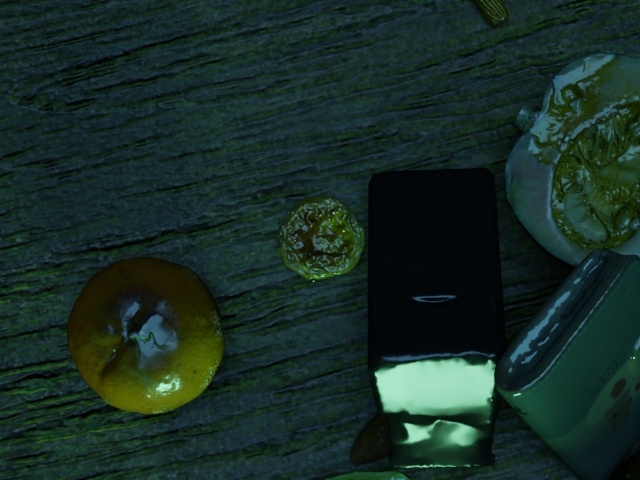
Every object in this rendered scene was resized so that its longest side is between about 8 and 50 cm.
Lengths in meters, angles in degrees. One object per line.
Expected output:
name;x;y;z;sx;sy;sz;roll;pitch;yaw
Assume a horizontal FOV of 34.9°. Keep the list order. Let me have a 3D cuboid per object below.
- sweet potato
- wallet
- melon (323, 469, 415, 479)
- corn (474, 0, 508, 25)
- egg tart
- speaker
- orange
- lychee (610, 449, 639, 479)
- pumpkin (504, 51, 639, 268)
sweet potato;0.193;0.223;1.438;0.342;0.092;0.114;-17;100;-1
wallet;0.375;0.171;1.338;0.252;0.360;0.083;-50;48;-5
melon;-0.001;0.432;1.402;0.323;0.124;0.196;-34;85;-9
corn;0.250;-0.366;1.536;0.037;0.037;0.092;-31;83;-3
egg tart;0.000;0.000;1.487;0.130;0.052;0.130;0;82;-1
speaker;0.156;0.094;1.394;0.180;0.184;0.388;-2;50;7
orange;-0.244;0.131;1.416;0.224;0.170;0.224;0;82;0
lychee;0.481;0.352;1.392;0.171;0.171;0.171;0;83;1
pumpkin;0.400;-0.097;1.427;0.263;0.197;0.293;35;92;18
